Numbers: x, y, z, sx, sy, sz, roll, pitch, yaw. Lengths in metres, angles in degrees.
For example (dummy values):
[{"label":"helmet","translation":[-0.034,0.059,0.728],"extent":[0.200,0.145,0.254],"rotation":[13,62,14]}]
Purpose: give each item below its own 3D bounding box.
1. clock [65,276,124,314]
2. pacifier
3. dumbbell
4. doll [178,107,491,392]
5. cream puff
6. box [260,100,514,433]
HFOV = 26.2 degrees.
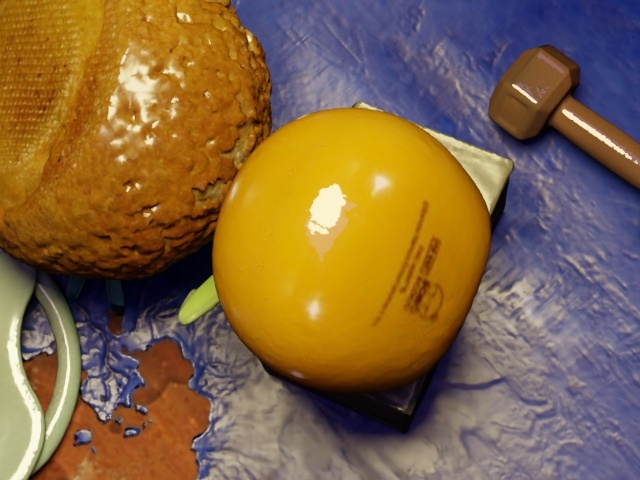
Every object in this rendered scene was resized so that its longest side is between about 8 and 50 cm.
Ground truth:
[{"label":"clock","translation":[-0.193,-0.010,1.274],"extent":[0.108,0.045,0.147],"rotation":[14,78,7]},{"label":"pacifier","translation":[-0.331,0.083,1.154],"extent":[0.288,0.269,0.343],"rotation":[-2,78,-23]},{"label":"dumbbell","translation":[0.263,-0.084,1.246],"extent":[0.231,0.092,0.082],"rotation":[38,53,12]},{"label":"doll","translation":[0.000,0.000,1.043],"extent":[0.236,0.213,0.213],"rotation":[18,73,50]},{"label":"cream puff","translation":[-0.166,-0.100,1.154],"extent":[0.303,0.212,0.303],"rotation":[-21,58,38]},{"label":"box","translation":[0.052,0.027,1.196],"extent":[0.155,0.149,0.231],"rotation":[21,78,9]}]
